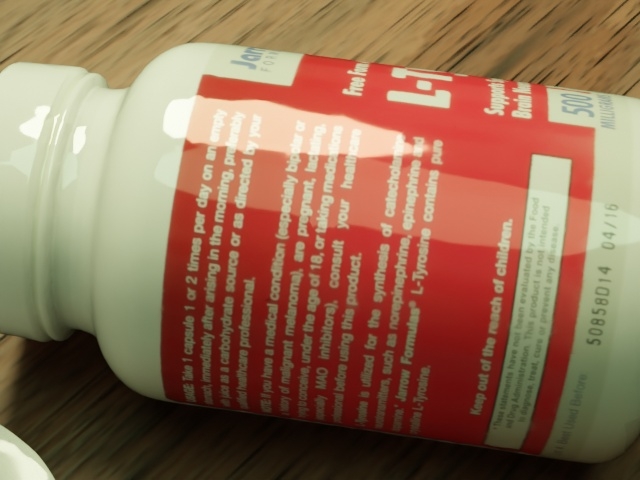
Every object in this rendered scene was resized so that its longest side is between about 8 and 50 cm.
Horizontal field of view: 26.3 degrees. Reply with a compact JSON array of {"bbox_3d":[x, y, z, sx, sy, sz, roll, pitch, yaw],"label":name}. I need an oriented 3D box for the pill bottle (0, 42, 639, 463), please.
[{"bbox_3d":[0.000,0.000,0.854,0.408,0.229,0.229,8,55,3],"label":"pill bottle"}]

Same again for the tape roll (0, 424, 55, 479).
[{"bbox_3d":[-0.250,0.204,0.796,0.219,0.072,0.219,1,54,-2],"label":"tape roll"}]
